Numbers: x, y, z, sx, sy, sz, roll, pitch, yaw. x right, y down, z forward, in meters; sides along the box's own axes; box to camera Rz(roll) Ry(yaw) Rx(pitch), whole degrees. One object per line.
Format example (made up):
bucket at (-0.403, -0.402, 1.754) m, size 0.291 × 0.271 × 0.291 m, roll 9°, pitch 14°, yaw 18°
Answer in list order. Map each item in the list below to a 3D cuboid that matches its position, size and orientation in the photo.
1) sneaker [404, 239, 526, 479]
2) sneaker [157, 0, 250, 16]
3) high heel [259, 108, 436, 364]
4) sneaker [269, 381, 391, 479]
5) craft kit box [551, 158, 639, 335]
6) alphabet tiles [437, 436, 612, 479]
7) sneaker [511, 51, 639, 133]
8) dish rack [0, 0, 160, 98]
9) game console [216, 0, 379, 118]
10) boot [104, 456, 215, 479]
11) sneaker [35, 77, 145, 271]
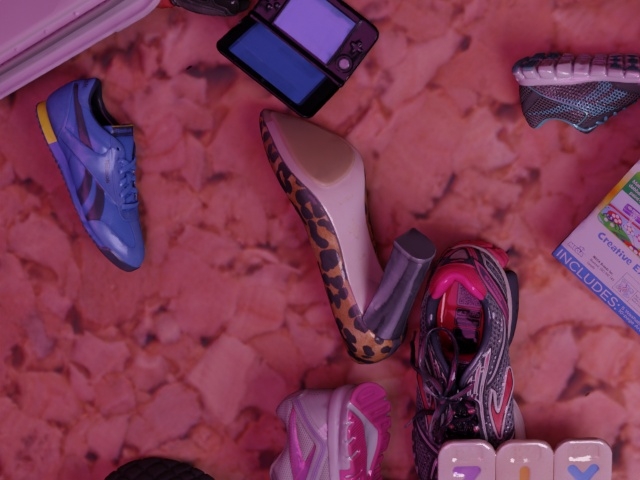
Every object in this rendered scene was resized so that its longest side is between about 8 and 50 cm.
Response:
sneaker at (0.135, 0.153, 1.605) m, size 0.121 × 0.112 × 0.299 m, roll -2°, pitch 98°, yaw 16°
sneaker at (-0.083, -0.346, 1.609) m, size 0.135 × 0.097 × 0.276 m, roll 25°, pitch 106°, yaw 12°
high heel at (0.000, 0.000, 1.653) m, size 0.261 × 0.093 × 0.186 m, roll 47°, pitch 139°, yaw 26°
sneaker at (0.007, 0.258, 1.671) m, size 0.111 × 0.103 × 0.252 m, roll 9°, pitch 105°, yaw 32°
craft kit box at (0.379, 0.013, 1.494) m, size 0.250 × 0.061 × 0.246 m, roll 44°, pitch 134°, yaw 6°
alphabet tiles at (0.202, 0.323, 1.606) m, size 0.284 × 0.021 × 0.278 m, roll -1°, pitch 111°, yaw 1°
sneaker at (0.269, -0.139, 1.560) m, size 0.166 × 0.065 × 0.076 m, roll 4°, pitch 115°, yaw 19°
dish rack at (-0.328, -0.311, 1.654) m, size 0.333 × 0.072 × 0.285 m, roll -25°, pitch 84°, yaw 33°
game console at (-0.022, -0.201, 1.620) m, size 0.122 × 0.071 × 0.107 m, roll 39°, pitch 107°, yaw 2°
boot at (-0.105, 0.387, 1.701) m, size 0.338 × 0.118 × 0.222 m, roll 31°, pitch 137°, yaw 38°
sneaker at (-0.223, -0.071, 1.705) m, size 0.082 × 0.069 × 0.209 m, roll -24°, pitch 90°, yaw 15°
